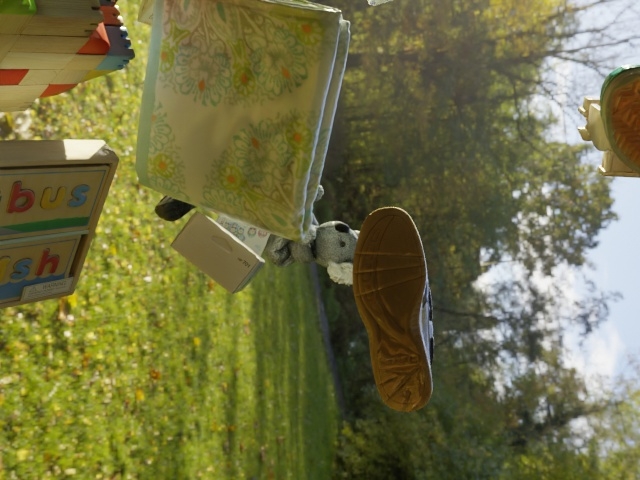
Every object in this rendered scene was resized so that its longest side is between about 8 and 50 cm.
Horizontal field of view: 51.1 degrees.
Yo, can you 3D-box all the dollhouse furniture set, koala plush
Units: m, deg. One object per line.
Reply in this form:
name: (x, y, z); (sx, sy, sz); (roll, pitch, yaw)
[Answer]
dollhouse furniture set: (0.643, -0.153, 1.220); (0.355, 0.304, 0.173); (-76, 167, -66)
koala plush: (0.000, 0.000, 1.565); (0.196, 0.221, 0.203); (-82, -163, -47)

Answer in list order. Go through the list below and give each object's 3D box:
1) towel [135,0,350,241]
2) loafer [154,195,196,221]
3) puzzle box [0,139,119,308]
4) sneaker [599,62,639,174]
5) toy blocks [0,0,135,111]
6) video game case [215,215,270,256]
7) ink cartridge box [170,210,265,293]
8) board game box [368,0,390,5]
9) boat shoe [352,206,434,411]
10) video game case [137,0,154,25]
towel: (-0.136, -0.214, 1.063); (0.090, 0.321, 0.374); (-31, 138, -58)
loafer: (-0.325, -0.121, 1.716); (0.078, 0.223, 0.076); (19, -47, 46)
puzzle box: (-0.482, -0.006, 0.877); (0.409, 0.052, 0.272); (-12, 137, -50)
sneaker: (0.470, -0.166, 0.960); (0.302, 0.108, 0.121); (34, 35, -39)
toy blocks: (-0.398, -0.289, 0.956); (0.261, 0.381, 0.190); (-16, 85, -46)
video game case: (-0.201, -0.038, 1.775); (0.143, 0.157, 0.019); (-63, -149, 7)
ink cartridge box: (-0.180, 0.024, 1.213); (0.140, 0.082, 0.190); (38, -2, 0)
board game box: (0.289, -0.512, 1.001); (0.390, 0.390, 0.050); (146, -77, -74)
boat shoe: (0.108, 0.093, 0.948); (0.092, 0.103, 0.285); (-31, 112, -78)
video game case: (-0.253, -0.498, 1.507); (0.244, 0.270, 0.061); (12, -92, 64)
